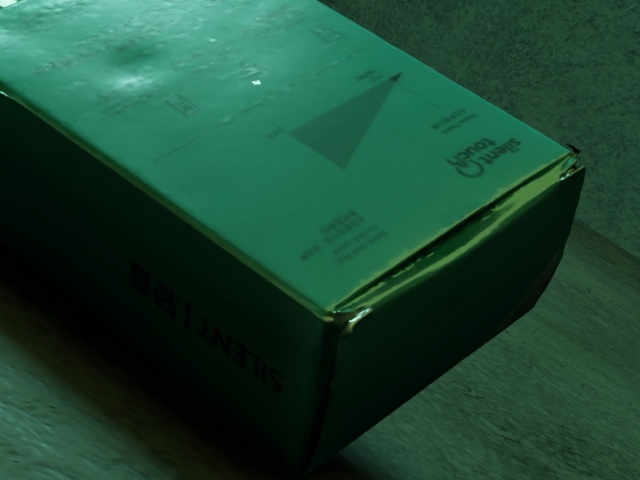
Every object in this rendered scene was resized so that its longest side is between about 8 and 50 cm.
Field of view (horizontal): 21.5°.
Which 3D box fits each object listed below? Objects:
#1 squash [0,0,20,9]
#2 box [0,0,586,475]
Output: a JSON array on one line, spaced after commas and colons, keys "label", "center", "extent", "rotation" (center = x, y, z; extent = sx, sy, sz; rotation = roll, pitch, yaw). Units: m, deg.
[{"label": "squash", "center": [-0.176, -0.088, 1.112], "extent": [0.395, 0.107, 0.107], "rotation": [32, 10, 7]}, {"label": "box", "center": [-0.043, -0.035, 0.926], "extent": [0.311, 0.118, 0.205], "rotation": [33, 48, 28]}]
